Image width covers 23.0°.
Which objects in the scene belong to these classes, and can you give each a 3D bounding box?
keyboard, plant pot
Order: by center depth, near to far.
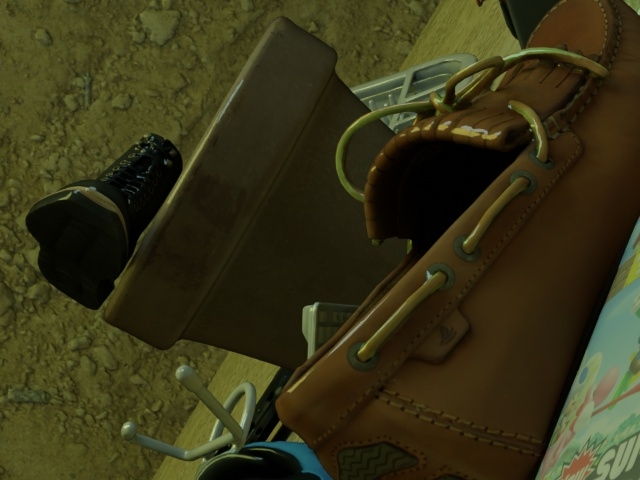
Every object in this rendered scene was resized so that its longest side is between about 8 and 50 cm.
[{"bbox_3d":[0.035,0.075,0.910,0.256,0.014,0.072,12,-106,-71],"label":"keyboard"},{"bbox_3d":[0.000,0.000,1.167,0.263,0.229,0.263,-60,3,6],"label":"plant pot"}]

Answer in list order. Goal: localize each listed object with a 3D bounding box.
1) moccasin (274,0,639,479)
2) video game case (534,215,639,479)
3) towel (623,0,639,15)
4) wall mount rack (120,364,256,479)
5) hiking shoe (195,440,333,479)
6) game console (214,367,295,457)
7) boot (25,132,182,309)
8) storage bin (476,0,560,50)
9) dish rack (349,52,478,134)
[{"bbox_3d":[0.081,-0.019,0.811,0.139,0.147,0.380,-46,10,51],"label":"moccasin"},{"bbox_3d":[0.135,0.055,0.584,0.285,0.025,0.204,-62,4,-30],"label":"video game case"},{"bbox_3d":[0.189,-0.113,1.087,0.110,0.027,0.148,-61,4,-20],"label":"towel"},{"bbox_3d":[-0.159,0.277,1.601,0.304,0.130,0.350,-39,31,63],"label":"wall mount rack"},{"bbox_3d":[-0.003,0.145,0.863,0.113,0.132,0.304,-60,4,-4],"label":"hiking shoe"},{"bbox_3d":[-0.101,0.274,1.797,0.361,0.044,0.213,-58,6,32],"label":"game console"},{"bbox_3d":[-0.144,-0.039,1.132,0.137,0.077,0.198,-56,4,-20],"label":"boot"},{"bbox_3d":[0.166,-0.197,1.213,0.098,0.135,0.091,-14,33,14],"label":"storage bin"},{"bbox_3d":[0.016,-0.081,1.717,0.333,0.072,0.285,-15,26,22],"label":"dish rack"}]
